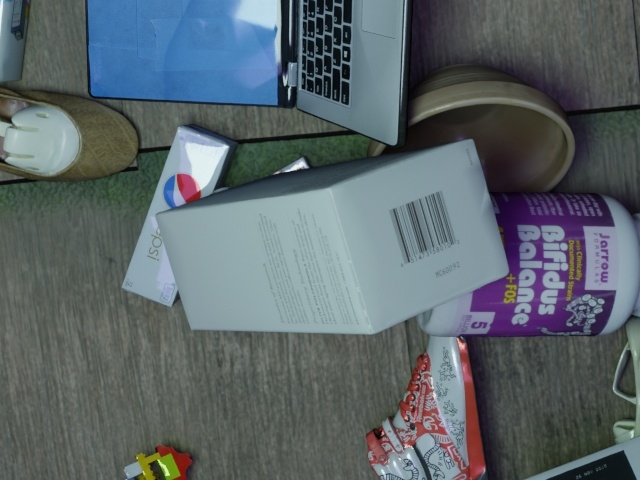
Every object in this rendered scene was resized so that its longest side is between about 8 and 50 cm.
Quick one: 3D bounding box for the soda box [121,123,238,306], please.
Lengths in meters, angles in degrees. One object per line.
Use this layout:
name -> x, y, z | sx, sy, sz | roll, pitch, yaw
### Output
soda box -> -0.173, -0.032, 1.543 | 0.069, 0.074, 0.216 | 22, 100, 2

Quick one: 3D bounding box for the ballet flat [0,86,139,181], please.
ballet flat -> -0.400, -0.140, 1.525 | 0.342, 0.124, 0.116 | 16, 100, 3

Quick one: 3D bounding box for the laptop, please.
laptop -> -0.093, -0.319, 1.393 | 0.236, 0.408, 0.382 | -7, 109, -26

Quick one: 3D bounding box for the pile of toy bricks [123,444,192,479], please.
pile of toy bricks -> -0.168, 0.366, 1.601 | 0.105, 0.118, 0.212 | -22, 79, -19

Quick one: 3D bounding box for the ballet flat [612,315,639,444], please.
ballet flat -> 0.398, 0.208, 1.527 | 0.086, 0.086, 0.248 | 2, 97, 6

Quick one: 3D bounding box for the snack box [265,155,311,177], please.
snack box -> -0.004, -0.013, 1.555 | 0.064, 0.022, 0.178 | -29, 94, 10

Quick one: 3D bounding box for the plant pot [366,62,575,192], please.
plant pot -> 0.167, -0.128, 1.450 | 0.237, 0.237, 0.109 | -12, 57, 7

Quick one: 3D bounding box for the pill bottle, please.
pill bottle -> 0.265, 0.028, 1.448 | 0.302, 0.169, 0.169 | 0, 99, -8

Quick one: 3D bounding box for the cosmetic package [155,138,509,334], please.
cosmetic package -> 0.000, 0.000, 1.346 | 0.197, 0.365, 0.155 | -21, 98, -32

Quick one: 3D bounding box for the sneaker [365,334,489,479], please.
sneaker -> 0.122, 0.211, 1.542 | 0.145, 0.090, 0.270 | -9, 100, 5

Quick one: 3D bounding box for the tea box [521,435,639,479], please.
tea box -> 0.441, 0.395, 1.421 | 0.329, 0.220, 0.323 | -23, 121, 9

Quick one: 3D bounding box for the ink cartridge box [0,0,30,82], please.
ink cartridge box -> -0.439, -0.307, 1.520 | 0.154, 0.093, 0.212 | 9, 98, 5
